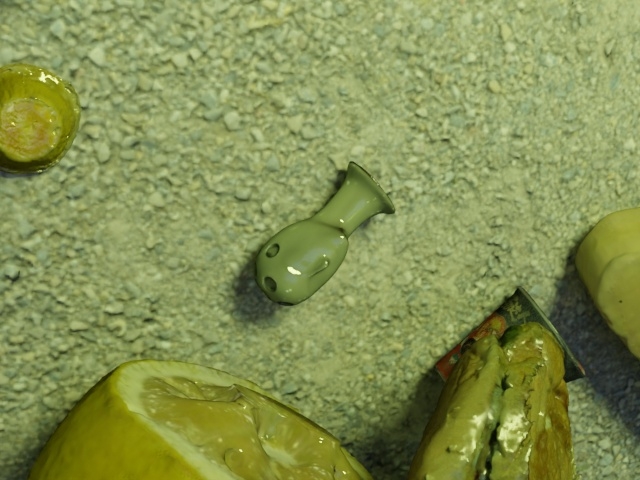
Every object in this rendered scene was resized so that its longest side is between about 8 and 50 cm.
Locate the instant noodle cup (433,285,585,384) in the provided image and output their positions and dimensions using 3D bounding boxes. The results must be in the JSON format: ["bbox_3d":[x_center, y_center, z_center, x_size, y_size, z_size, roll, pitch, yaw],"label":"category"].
[{"bbox_3d":[0.208,0.139,1.058,0.135,0.127,0.127,-35,118,4],"label":"instant noodle cup"}]

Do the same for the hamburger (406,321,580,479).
[{"bbox_3d":[0.165,0.229,0.902,0.134,0.285,0.266,-7,115,24],"label":"hamburger"}]

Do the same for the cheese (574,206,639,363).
[{"bbox_3d":[0.525,0.056,1.084,0.383,0.104,0.384,-1,126,-1],"label":"cheese"}]

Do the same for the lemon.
[{"bbox_3d":[-0.127,0.308,0.865,0.364,0.364,0.365,-7,112,-18],"label":"lemon"}]

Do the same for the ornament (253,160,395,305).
[{"bbox_3d":[0.000,0.000,0.942,0.156,0.081,0.075,-43,122,-6],"label":"ornament"}]

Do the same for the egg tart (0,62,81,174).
[{"bbox_3d":[-0.261,-0.103,0.826,0.105,0.039,0.105,-8,114,-19],"label":"egg tart"}]
